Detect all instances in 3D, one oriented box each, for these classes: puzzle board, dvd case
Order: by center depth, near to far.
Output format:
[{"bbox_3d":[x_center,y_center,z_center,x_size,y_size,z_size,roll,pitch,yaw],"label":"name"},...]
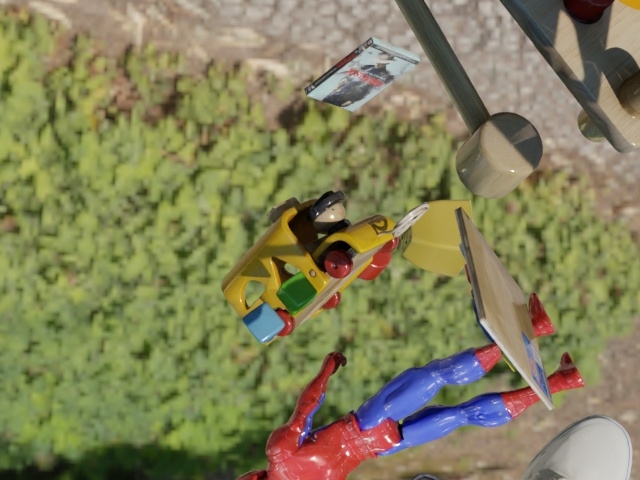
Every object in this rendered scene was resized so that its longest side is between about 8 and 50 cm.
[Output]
[{"bbox_3d":[0.124,0.046,0.955,0.011,0.128,0.096,-29,122,17],"label":"puzzle board"},{"bbox_3d":[0.051,-0.201,1.691,0.119,0.013,0.087,-35,148,33],"label":"dvd case"}]

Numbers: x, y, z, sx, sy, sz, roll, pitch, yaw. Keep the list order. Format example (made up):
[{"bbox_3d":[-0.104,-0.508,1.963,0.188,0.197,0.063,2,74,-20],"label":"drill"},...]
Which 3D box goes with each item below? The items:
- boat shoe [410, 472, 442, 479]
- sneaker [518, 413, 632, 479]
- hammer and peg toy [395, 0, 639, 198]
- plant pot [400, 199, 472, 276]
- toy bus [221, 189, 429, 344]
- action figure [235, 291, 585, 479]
[{"bbox_3d":[0.105,0.250,1.017,0.075,0.206,0.065,-6,120,-19],"label":"boat shoe"},{"bbox_3d":[0.205,0.264,1.269,0.094,0.258,0.091,36,164,11],"label":"sneaker"},{"bbox_3d":[0.227,-0.215,1.184,0.361,0.266,0.127,-37,180,-25],"label":"hammer and peg toy"},{"bbox_3d":[0.153,-0.007,1.871,0.083,0.082,0.081,7,150,-13],"label":"plant pot"},{"bbox_3d":[-0.010,0.009,1.358,0.202,0.104,0.191,-38,171,-9],"label":"toy bus"},{"bbox_3d":[0.053,0.125,1.085,0.280,0.091,0.139,-28,-161,6],"label":"action figure"}]
